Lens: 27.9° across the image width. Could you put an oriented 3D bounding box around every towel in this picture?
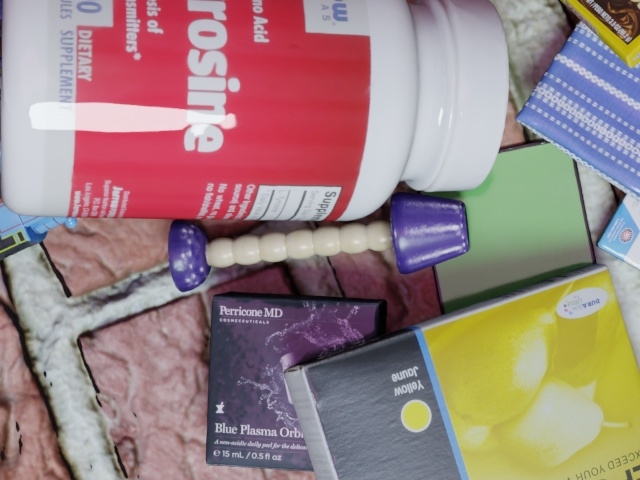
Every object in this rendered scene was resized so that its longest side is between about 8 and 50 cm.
[{"bbox_3d":[0.365,-0.180,1.141,0.243,0.040,0.336,34,85,8],"label":"towel"}]

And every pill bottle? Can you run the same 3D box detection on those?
[{"bbox_3d":[-0.061,-0.131,1.090,0.408,0.229,0.229,0,90,-14],"label":"pill bottle"}]

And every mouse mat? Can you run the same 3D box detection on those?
[{"bbox_3d":[0.179,0.008,1.211,0.153,0.007,0.189,-11,88,8],"label":"mouse mat"}]

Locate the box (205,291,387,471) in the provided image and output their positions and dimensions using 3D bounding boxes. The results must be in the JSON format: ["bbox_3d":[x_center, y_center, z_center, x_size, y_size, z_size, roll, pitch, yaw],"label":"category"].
[{"bbox_3d":[-0.021,0.130,1.195,0.156,0.093,0.158,2,90,7],"label":"box"}]

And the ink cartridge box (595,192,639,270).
[{"bbox_3d":[0.325,-0.003,1.168,0.122,0.052,0.088,30,94,8],"label":"ink cartridge box"}]

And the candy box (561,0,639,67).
[{"bbox_3d":[0.250,-0.255,1.149,0.105,0.027,0.206,-39,61,3],"label":"candy box"}]

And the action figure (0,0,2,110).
[{"bbox_3d":[-0.344,-0.246,1.206,0.341,0.178,0.330,-8,76,-35],"label":"action figure"}]

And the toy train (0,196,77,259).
[{"bbox_3d":[-0.273,-0.053,1.235,0.184,0.080,0.105,-24,96,6],"label":"toy train"}]

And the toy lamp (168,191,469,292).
[{"bbox_3d":[0.000,0.000,1.199,0.275,0.080,0.080,-4,90,9],"label":"toy lamp"}]

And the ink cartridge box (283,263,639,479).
[{"bbox_3d":[0.156,0.210,1.126,0.304,0.072,0.307,-17,87,-18],"label":"ink cartridge box"}]
